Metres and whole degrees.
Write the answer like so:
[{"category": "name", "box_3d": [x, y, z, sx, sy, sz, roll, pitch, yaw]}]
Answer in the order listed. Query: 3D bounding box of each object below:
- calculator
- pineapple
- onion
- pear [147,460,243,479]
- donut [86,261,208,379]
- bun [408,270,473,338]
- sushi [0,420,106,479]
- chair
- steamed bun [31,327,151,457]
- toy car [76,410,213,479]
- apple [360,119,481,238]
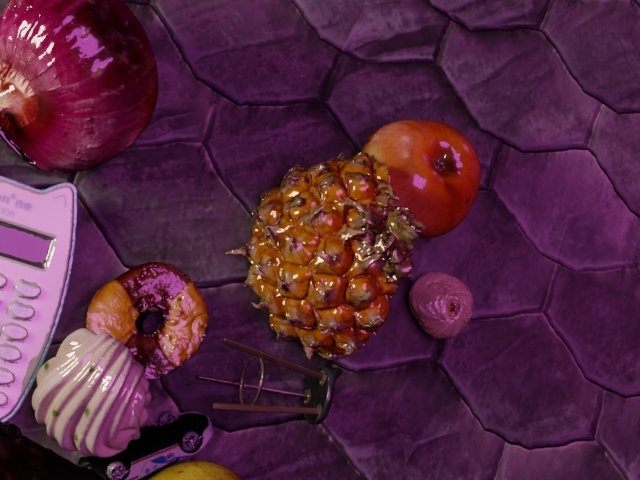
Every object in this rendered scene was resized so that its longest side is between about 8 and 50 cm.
[{"category": "calculator", "box_3d": [-0.490, 0.075, 1.650, 0.256, 0.054, 0.386, 19, 74, -21]}, {"category": "pineapple", "box_3d": [0.002, -0.001, 1.762, 0.209, 0.286, 0.344, 3, 77, -24]}, {"category": "onion", "box_3d": [-0.345, -0.239, 1.672, 0.256, 0.230, 0.272, 31, 50, -23]}, {"category": "pear", "box_3d": [-0.178, 0.402, 1.658, 0.197, 0.197, 0.197, 5, 78, -24]}, {"category": "donut", "box_3d": [-0.259, 0.122, 1.734, 0.166, 0.073, 0.184, 46, 64, -9]}, {"category": "bun", "box_3d": [0.202, 0.103, 1.953, 0.115, 0.069, 0.115, 6, 76, -24]}, {"category": "sushi", "box_3d": [-0.412, 0.378, 1.482, 0.294, 0.299, 0.281, 37, 77, -11]}, {"category": "chair", "box_3d": [-0.067, 0.225, 1.781, 0.221, 0.104, 0.095, 11, 49, -27]}, {"category": "steamed bun", "box_3d": [-0.319, 0.216, 1.622, 0.106, 0.183, 0.183, -28, 92, -56]}, {"category": "toy car", "box_3d": [-0.248, 0.301, 1.694, 0.205, 0.095, 0.056, -18, 112, -28]}, {"category": "apple", "box_3d": [0.159, -0.103, 1.921, 0.209, 0.164, 0.209, 7, 75, -25]}]
